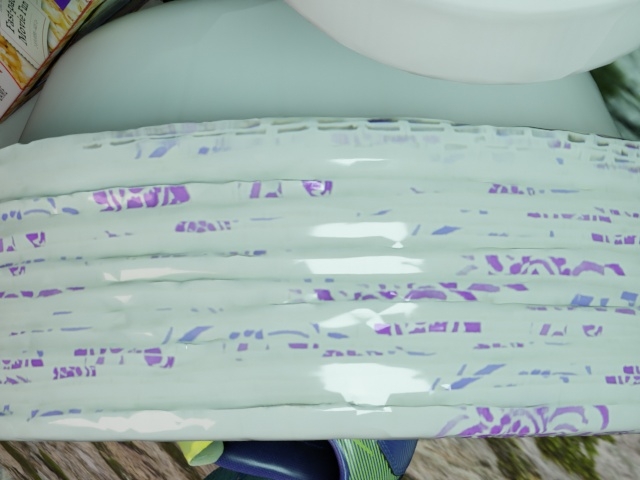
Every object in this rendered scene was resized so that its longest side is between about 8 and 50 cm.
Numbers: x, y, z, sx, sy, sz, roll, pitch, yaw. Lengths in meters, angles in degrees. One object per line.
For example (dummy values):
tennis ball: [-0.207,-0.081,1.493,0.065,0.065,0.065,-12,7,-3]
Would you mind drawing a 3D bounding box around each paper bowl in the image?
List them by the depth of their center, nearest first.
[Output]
paper bowl: [0.000,0.000,0.528,0.284,0.284,0.148,162,107,-66]

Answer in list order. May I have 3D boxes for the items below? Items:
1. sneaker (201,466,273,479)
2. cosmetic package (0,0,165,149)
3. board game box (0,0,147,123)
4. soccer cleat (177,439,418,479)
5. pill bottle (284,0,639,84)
sneaker: [-0.023,0.301,1.240,0.208,0.127,0.319,50,167,-6]
cosmetic package: [-0.234,-0.115,0.680,0.365,0.155,0.197,33,169,-40]
board game box: [-0.073,-0.122,0.554,0.045,0.147,0.193,49,157,-9]
soccer cleat: [-0.074,0.070,0.880,0.289,0.121,0.093,31,148,10]
pill bottle: [0.050,-0.163,0.223,0.176,0.176,0.318,39,157,15]
